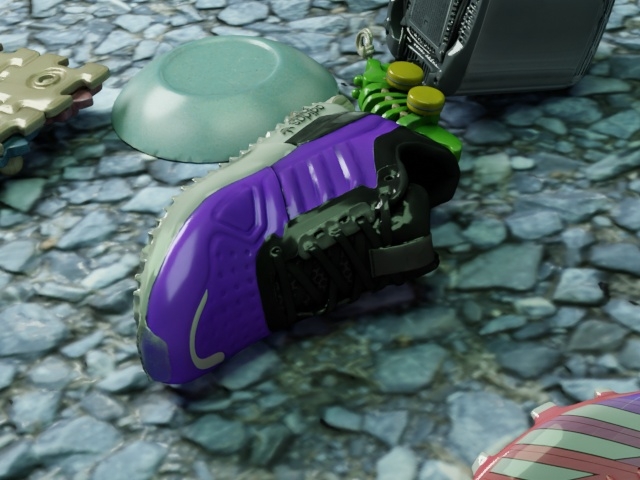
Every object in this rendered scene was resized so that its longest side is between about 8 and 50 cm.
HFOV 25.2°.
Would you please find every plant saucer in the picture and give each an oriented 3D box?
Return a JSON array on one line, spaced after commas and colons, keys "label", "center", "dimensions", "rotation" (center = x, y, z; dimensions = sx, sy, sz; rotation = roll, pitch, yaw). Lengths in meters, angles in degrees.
[{"label": "plant saucer", "center": [-0.083, -0.132, 1.208], "dimensions": [0.195, 0.037, 0.195], "rotation": [-4, 34, 3]}]

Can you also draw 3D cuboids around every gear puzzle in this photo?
[{"label": "gear puzzle", "center": [-0.352, -0.121, 1.233], "dimensions": [0.339, 0.044, 0.175], "rotation": [15, 42, 32]}]

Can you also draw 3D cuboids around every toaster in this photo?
[{"label": "toaster", "center": [0.149, -0.204, 1.147], "dimensions": [0.146, 0.227, 0.129], "rotation": [-2, 32, -26]}]

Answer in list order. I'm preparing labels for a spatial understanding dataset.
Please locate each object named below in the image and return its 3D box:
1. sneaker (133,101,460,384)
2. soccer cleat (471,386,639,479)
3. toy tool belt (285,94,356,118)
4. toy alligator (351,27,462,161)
[{"label": "sneaker", "center": [0.000, -0.001, 0.952], "dimensions": [0.146, 0.102, 0.293], "rotation": [16, 40, 26]}, {"label": "soccer cleat", "center": [0.185, 0.125, 0.772], "dimensions": [0.248, 0.083, 0.095], "rotation": [-19, 42, -22]}, {"label": "toy tool belt", "center": [-0.008, -0.078, 1.118], "dimensions": [0.051, 0.052, 0.083], "rotation": [-16, 16, 46]}, {"label": "toy alligator", "center": [0.049, -0.113, 1.129], "dimensions": [0.051, 0.056, 0.190], "rotation": [-7, 39, -24]}]
